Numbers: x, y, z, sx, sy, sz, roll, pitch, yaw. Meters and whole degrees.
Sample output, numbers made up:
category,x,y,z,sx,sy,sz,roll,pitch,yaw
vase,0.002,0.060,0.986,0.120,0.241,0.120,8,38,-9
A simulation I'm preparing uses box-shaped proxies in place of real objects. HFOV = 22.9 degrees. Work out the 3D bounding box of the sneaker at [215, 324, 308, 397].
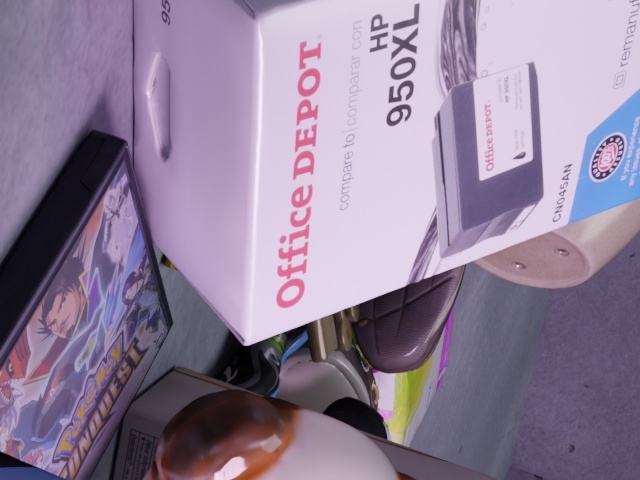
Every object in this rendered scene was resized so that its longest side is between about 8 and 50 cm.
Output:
category,x,y,z,sx,sy,sz,roll,pitch,yaw
sneaker,-0.060,0.097,1.549,0.188,0.067,0.078,-56,138,-41

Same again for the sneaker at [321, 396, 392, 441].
category,x,y,z,sx,sy,sz,roll,pitch,yaw
sneaker,-0.011,0.290,1.549,0.283,0.107,0.124,-70,159,-5

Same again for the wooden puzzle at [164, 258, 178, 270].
category,x,y,z,sx,sy,sz,roll,pitch,yaw
wooden puzzle,-0.101,-0.013,1.348,0.078,0.014,0.116,-70,165,10

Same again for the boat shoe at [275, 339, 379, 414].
category,x,y,z,sx,sy,sz,roll,pitch,yaw
boat shoe,0.010,0.168,1.766,0.324,0.117,0.096,77,22,-59

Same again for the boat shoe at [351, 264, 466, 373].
category,x,y,z,sx,sy,sz,roll,pitch,yaw
boat shoe,0.121,0.003,1.768,0.130,0.132,0.355,60,36,-48

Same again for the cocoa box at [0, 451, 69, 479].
category,x,y,z,sx,sy,sz,roll,pitch,yaw
cocoa box,-0.162,0.251,0.803,0.228,0.347,0.231,15,94,-75

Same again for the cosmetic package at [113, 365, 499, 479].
category,x,y,z,sx,sy,sz,roll,pitch,yaw
cosmetic package,-0.021,0.240,1.355,0.113,0.309,0.160,-40,146,-64

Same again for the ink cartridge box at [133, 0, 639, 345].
category,x,y,z,sx,sy,sz,roll,pitch,yaw
ink cartridge box,0.073,-0.128,1.173,0.395,0.166,0.285,-20,134,-26

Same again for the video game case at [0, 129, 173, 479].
category,x,y,z,sx,sy,sz,roll,pitch,yaw
video game case,-0.191,0.101,1.120,0.248,0.035,0.275,84,29,-56

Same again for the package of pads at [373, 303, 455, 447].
category,x,y,z,sx,sy,sz,roll,pitch,yaw
package of pads,0.096,0.151,2.057,0.296,0.101,0.229,91,22,-46

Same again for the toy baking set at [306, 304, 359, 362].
category,x,y,z,sx,sy,sz,roll,pitch,yaw
toy baking set,-0.002,0.000,1.594,0.197,0.030,0.256,32,55,-70

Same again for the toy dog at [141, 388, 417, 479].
category,x,y,z,sx,sy,sz,roll,pitch,yaw
toy dog,-0.086,0.305,1.134,0.395,0.285,0.407,-22,-137,63

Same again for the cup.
category,x,y,z,sx,sy,sz,roll,pitch,yaw
cup,0.279,-0.083,1.942,0.331,0.331,0.237,79,27,-61

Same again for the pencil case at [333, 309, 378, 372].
category,x,y,z,sx,sy,sz,roll,pitch,yaw
pencil case,0.073,0.049,1.876,0.104,0.104,0.236,91,21,-47
